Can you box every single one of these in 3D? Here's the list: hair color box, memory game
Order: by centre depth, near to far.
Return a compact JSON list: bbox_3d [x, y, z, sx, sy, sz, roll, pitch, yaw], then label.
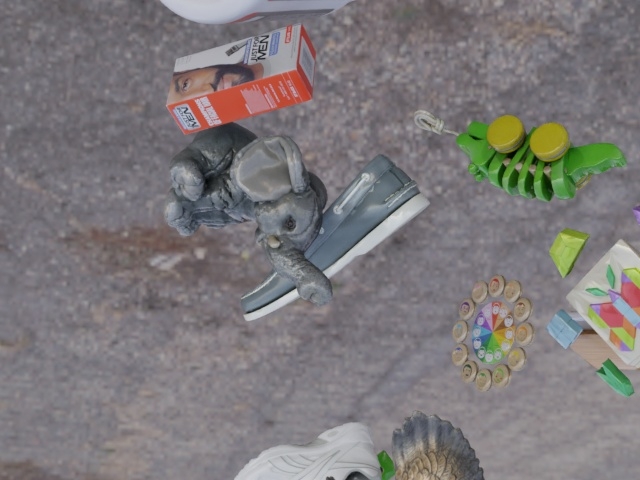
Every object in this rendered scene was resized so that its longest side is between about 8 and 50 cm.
[{"bbox_3d":[-0.093,-0.193,1.295,0.167,0.093,0.053,-14,134,18],"label":"hair color box"},{"bbox_3d":[0.264,0.143,1.683,0.012,0.186,0.186,14,157,-31],"label":"memory game"}]

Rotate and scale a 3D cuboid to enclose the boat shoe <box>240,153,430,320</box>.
[{"bbox_3d":[0.000,0.000,1.476,0.319,0.099,0.116,-36,178,27],"label":"boat shoe"}]

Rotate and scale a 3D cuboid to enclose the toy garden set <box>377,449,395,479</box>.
[{"bbox_3d":[0.099,0.508,1.820,0.204,0.244,0.049,-37,180,-9],"label":"toy garden set"}]

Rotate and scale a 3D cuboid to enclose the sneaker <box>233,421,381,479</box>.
[{"bbox_3d":[-0.017,0.350,1.574,0.232,0.115,0.090,-21,146,-7],"label":"sneaker"}]

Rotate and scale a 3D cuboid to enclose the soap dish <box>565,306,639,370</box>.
[{"bbox_3d":[0.555,0.117,1.732,0.229,0.118,0.291,-29,-172,-24],"label":"soap dish"}]

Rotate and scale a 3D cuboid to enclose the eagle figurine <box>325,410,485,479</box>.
[{"bbox_3d":[0.114,0.419,1.489,0.225,0.226,0.298,1,126,-1],"label":"eagle figurine"}]

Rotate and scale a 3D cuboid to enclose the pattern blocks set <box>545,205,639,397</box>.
[{"bbox_3d":[0.437,0.091,1.536,0.026,0.285,0.325,-31,146,-32],"label":"pattern blocks set"}]

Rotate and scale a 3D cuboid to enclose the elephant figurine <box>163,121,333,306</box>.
[{"bbox_3d":[-0.062,-0.052,1.378,0.239,0.186,0.169,15,-157,18],"label":"elephant figurine"}]

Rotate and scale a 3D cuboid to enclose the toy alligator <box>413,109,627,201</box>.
[{"bbox_3d":[0.140,-0.062,0.833,0.189,0.051,0.056,15,163,39],"label":"toy alligator"}]

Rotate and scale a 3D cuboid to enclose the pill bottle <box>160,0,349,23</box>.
[{"bbox_3d":[-0.053,-0.387,1.392,0.210,0.210,0.363,-10,-173,29],"label":"pill bottle"}]
